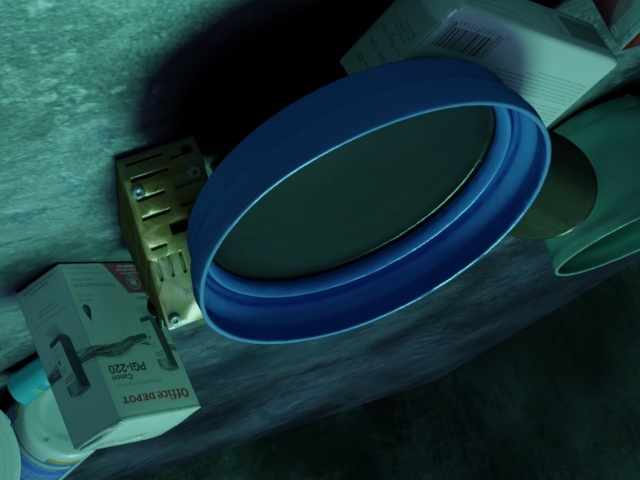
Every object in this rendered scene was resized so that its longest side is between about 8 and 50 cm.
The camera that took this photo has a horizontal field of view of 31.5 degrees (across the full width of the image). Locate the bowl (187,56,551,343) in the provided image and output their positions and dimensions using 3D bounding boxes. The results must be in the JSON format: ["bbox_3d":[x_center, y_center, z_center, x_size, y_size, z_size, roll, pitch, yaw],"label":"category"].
[{"bbox_3d":[0.045,-0.033,1.158,0.391,0.077,0.391,-21,151,-12],"label":"bowl"}]

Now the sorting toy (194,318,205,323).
[{"bbox_3d":[-0.077,0.040,1.521,0.208,0.038,0.193,-44,-177,-15],"label":"sorting toy"}]

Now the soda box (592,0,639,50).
[{"bbox_3d":[0.384,-0.301,1.144,0.092,0.083,0.263,-17,163,-27],"label":"soda box"}]

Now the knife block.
[{"bbox_3d":[-0.183,-0.016,1.318,0.088,0.242,0.276,-21,120,-15],"label":"knife block"}]

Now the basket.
[{"bbox_3d":[0.225,-0.099,1.466,0.227,0.204,0.154,18,96,-56],"label":"basket"}]

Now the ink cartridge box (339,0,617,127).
[{"bbox_3d":[0.133,-0.145,1.196,0.296,0.066,0.261,5,139,-46],"label":"ink cartridge box"}]

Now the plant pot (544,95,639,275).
[{"bbox_3d":[0.451,-0.096,1.735,0.293,0.196,0.293,-22,164,-6],"label":"plant pot"}]

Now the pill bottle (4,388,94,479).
[{"bbox_3d":[-0.468,0.332,1.915,0.152,0.152,0.272,-12,162,-37],"label":"pill bottle"}]

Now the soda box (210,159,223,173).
[{"bbox_3d":[-0.060,-0.061,1.355,0.061,0.058,0.181,-27,165,14],"label":"soda box"}]

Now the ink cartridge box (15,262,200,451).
[{"bbox_3d":[-0.266,0.142,1.430,0.092,0.218,0.158,-32,163,28],"label":"ink cartridge box"}]

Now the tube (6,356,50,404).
[{"bbox_3d":[-0.380,0.173,1.713,0.207,0.052,0.080,-35,172,15],"label":"tube"}]

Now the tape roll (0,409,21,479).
[{"bbox_3d":[-0.560,0.342,1.632,0.246,0.246,0.169,-17,164,-24],"label":"tape roll"}]
